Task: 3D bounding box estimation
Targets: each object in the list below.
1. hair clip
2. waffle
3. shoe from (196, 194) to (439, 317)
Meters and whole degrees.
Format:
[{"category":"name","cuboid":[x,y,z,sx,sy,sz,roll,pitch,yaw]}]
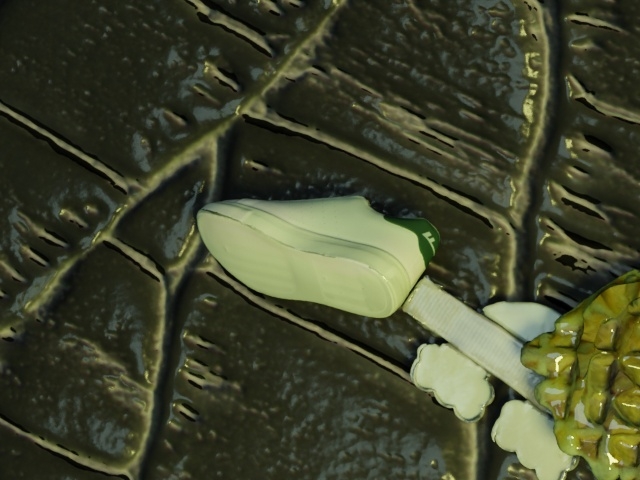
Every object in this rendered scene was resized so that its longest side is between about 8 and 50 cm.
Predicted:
[{"category":"hair clip","cuboid":[0.175,0.117,1.515,0.220,0.054,0.140,35,87,21]},{"category":"waffle","cuboid":[0.307,0.125,1.443,0.223,0.054,0.204,-34,71,-4]},{"category":"shoe","cuboid":[0.000,0.000,1.593,0.265,0.095,0.110,20,48,38]}]
